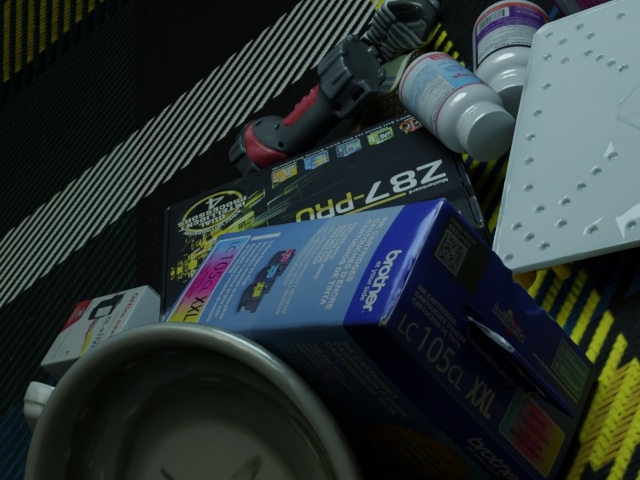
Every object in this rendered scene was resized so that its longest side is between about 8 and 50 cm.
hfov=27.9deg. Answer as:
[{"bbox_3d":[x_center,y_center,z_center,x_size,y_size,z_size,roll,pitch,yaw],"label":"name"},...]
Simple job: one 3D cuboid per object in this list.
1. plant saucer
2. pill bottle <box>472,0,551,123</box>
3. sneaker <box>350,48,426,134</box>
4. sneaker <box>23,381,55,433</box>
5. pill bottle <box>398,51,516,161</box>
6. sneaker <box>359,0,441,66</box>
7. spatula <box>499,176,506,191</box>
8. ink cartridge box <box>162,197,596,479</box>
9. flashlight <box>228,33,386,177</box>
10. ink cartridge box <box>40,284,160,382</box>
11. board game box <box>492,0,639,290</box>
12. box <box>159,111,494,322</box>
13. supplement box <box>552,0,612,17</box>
[{"bbox_3d":[-0.107,0.272,1.243,0.400,0.400,0.100,-27,-10,27],"label":"plant saucer"},{"bbox_3d":[0.247,-0.215,1.632,0.108,0.108,0.193,-28,31,26],"label":"pill bottle"},{"bbox_3d":[0.086,-0.198,1.873,0.086,0.064,0.192,-9,39,52],"label":"sneaker"},{"bbox_3d":[-0.282,0.289,1.463,0.108,0.292,0.169,16,63,26],"label":"sneaker"},{"bbox_3d":[0.164,-0.157,1.530,0.087,0.087,0.160,-42,39,2],"label":"pill bottle"},{"bbox_3d":[0.142,-0.343,1.937,0.132,0.086,0.228,-44,7,-20],"label":"sneaker"},{"bbox_3d":[0.332,-0.108,1.453,0.296,0.030,0.084,-24,35,32],"label":"spatula"},{"bbox_3d":[0.072,0.107,1.234,0.395,0.270,0.151,-9,44,47],"label":"ink cartridge box"},{"bbox_3d":[-0.022,-0.187,1.865,0.304,0.103,0.103,-42,16,47],"label":"flashlight"},{"bbox_3d":[-0.310,0.145,1.892,0.175,0.072,0.127,-15,38,43],"label":"ink cartridge box"},{"bbox_3d":[0.385,-0.140,1.353,0.390,0.050,0.390,-15,42,34],"label":"board game box"},{"bbox_3d":[0.000,0.000,1.570,0.395,0.097,0.318,-20,32,8],"label":"box"},{"bbox_3d":[0.381,-0.332,1.617,0.111,0.114,0.220,-46,29,-4],"label":"supplement box"}]
